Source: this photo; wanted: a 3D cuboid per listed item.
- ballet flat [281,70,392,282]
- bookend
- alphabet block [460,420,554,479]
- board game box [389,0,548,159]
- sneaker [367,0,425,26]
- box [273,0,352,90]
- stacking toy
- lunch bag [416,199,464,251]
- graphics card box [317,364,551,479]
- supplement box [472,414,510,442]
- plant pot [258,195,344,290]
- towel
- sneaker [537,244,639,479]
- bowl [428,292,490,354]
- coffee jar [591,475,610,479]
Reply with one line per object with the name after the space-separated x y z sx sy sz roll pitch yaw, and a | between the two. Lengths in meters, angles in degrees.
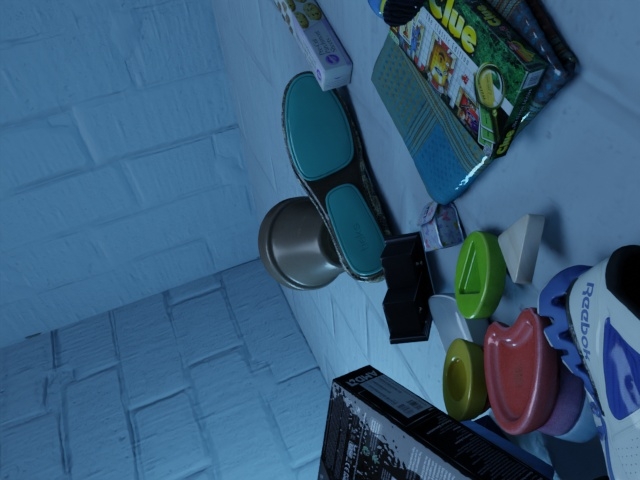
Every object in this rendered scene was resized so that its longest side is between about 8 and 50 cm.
0.041 -0.132 1.251 0.182 0.164 0.482 -2 -110 -82 | ballet flat
0.159 0.086 1.040 0.156 0.072 0.157 -50 -53 -64 | bookend
0.245 0.448 0.916 0.192 0.193 0.197 21 117 45 | alphabet block
0.161 -0.233 0.666 0.136 0.030 0.259 97 151 -55 | board game box
0.111 -0.341 0.599 0.209 0.069 0.082 -53 50 41 | sneaker
-0.027 -0.463 1.192 0.063 0.067 0.324 95 153 -63 | box
0.281 0.121 0.749 0.309 0.130 0.279 125 152 -79 | stacking toy
0.197 -0.027 0.929 0.071 0.053 0.083 153 106 -76 | lunch bag
0.154 0.365 0.775 0.371 0.094 0.232 23 115 42 | graphics card box
0.315 0.394 1.045 0.083 0.056 0.083 -127 22 -53 | supplement box
0.000 0.000 1.448 0.229 0.263 0.263 -9 101 59 | plant pot
0.177 -0.226 0.751 0.370 0.040 0.271 116 132 -70 | towel
0.318 0.134 0.478 0.182 0.127 0.315 92 157 -64 | sneaker
0.251 0.153 0.965 0.142 0.053 0.142 159 90 -77 | bowl
0.368 0.325 0.629 0.079 0.096 0.184 65 166 11 | coffee jar
